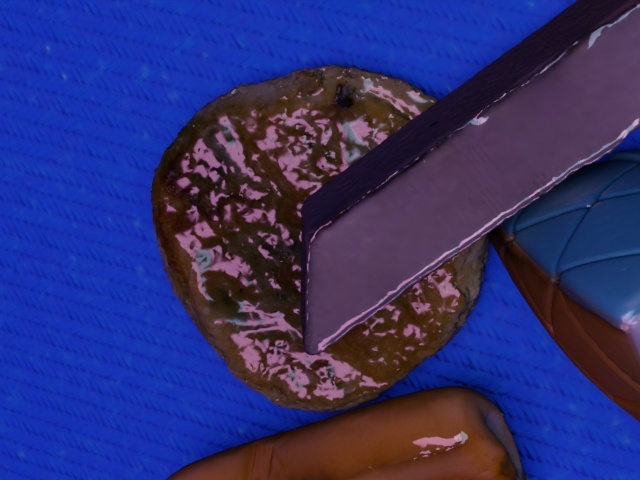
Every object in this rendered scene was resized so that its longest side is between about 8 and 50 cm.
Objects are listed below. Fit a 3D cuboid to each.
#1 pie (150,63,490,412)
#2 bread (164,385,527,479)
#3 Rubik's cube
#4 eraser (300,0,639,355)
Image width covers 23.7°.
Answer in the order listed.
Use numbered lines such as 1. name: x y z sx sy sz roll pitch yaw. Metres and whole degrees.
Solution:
1. pie: 0.000 0.000 1.179 0.277 0.078 0.277 6 107 19
2. bread: 0.014 0.192 1.204 0.305 0.142 0.091 -20 52 23
3. Rubik's cube: 0.248 0.010 1.011 0.254 0.254 0.254 5 105 20
4. eraser: 0.110 -0.059 1.056 0.352 0.111 0.077 -36 102 6
